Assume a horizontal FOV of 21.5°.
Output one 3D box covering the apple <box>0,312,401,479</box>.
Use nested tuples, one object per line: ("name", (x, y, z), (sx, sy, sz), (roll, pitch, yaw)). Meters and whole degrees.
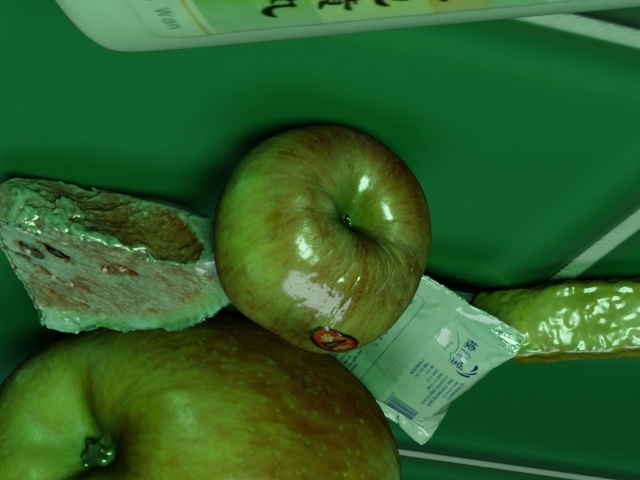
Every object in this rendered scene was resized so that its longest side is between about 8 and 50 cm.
("apple", (-0.105, 0.176, 1.145), (0.250, 0.277, 0.309), (34, 134, -25))

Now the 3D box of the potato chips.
("potato chips", (0.295, 0.055, 1.115), (0.407, 0.057, 0.080), (1, 168, -1))

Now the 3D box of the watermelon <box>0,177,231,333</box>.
("watermelon", (-0.132, -0.004, 1.004), (0.187, 0.071, 0.139), (-10, 147, 41))

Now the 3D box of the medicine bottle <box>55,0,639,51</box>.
("medicine bottle", (0.055, -0.155, 0.605), (0.324, 0.124, 0.179), (-5, 150, 10))

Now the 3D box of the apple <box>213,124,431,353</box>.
("apple", (-0.001, -0.003, 0.929), (0.126, 0.126, 0.102), (15, 156, -28))

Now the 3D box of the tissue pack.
("tissue pack", (0.052, 0.071, 1.138), (0.122, 0.026, 0.193), (37, 150, 2))
